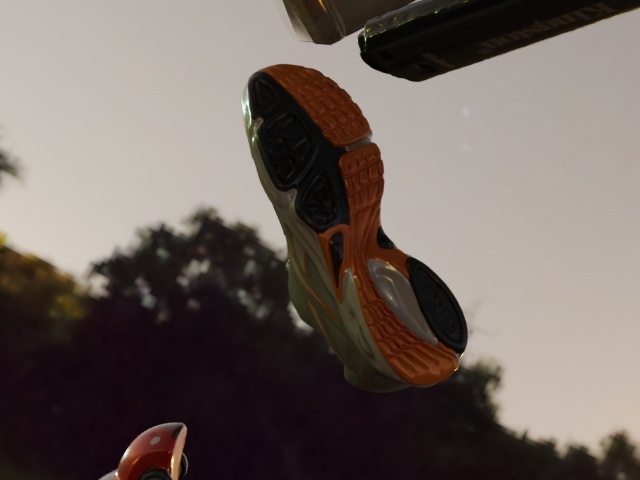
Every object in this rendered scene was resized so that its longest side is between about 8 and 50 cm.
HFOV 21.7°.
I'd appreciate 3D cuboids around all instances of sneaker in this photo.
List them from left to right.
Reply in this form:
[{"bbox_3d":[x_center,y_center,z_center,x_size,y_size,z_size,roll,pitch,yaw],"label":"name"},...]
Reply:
[{"bbox_3d":[0.000,0.000,1.230,0.121,0.099,0.262,-35,-102,58],"label":"sneaker"}]

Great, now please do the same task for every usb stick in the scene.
[{"bbox_3d":[0.146,-0.153,1.031,0.278,0.045,0.077,-15,-11,39],"label":"usb stick"}]

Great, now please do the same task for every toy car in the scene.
[{"bbox_3d":[-0.128,0.252,0.987,0.053,0.225,0.239,10,-49,3],"label":"toy car"}]

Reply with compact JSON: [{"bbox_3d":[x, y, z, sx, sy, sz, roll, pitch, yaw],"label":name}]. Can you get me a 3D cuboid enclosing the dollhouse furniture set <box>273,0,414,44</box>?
[{"bbox_3d":[0.015,-0.384,1.294,0.394,0.256,0.362,63,-5,-11],"label":"dollhouse furniture set"}]
